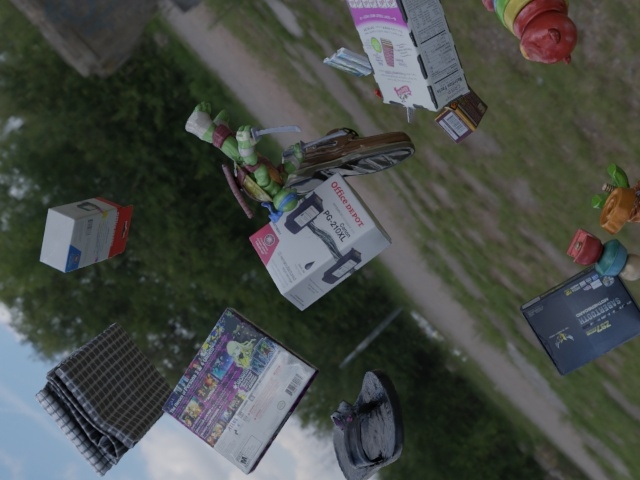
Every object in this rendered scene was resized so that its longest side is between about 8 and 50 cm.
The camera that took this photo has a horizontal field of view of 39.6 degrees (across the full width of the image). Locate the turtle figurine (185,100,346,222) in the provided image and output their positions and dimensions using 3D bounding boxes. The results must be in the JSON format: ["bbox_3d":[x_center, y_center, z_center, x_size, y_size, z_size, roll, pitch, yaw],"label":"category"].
[{"bbox_3d":[-0.113,-0.201,1.762,0.266,0.198,0.274,36,131,19],"label":"turtle figurine"}]

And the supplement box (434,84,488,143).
[{"bbox_3d":[0.429,-0.385,2.695,0.104,0.081,0.188,46,-144,-8],"label":"supplement box"}]

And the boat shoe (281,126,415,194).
[{"bbox_3d":[0.047,-0.189,1.866,0.111,0.307,0.104,29,-129,-60],"label":"boat shoe"}]

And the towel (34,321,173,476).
[{"bbox_3d":[-0.443,0.322,1.882,0.235,0.121,0.283,53,-160,-6],"label":"towel"}]

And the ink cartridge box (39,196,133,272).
[{"bbox_3d":[-0.546,-0.020,2.093,0.078,0.134,0.231,21,-162,18],"label":"ink cartridge box"}]

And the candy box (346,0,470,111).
[{"bbox_3d":[0.122,-0.318,1.339,0.159,0.071,0.233,27,144,60],"label":"candy box"}]

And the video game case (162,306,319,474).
[{"bbox_3d":[-0.149,0.276,1.646,0.210,0.232,0.042,33,-179,16],"label":"video game case"}]

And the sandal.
[{"bbox_3d":[0.078,0.418,1.867,0.445,0.107,0.167,107,144,-54],"label":"sandal"}]

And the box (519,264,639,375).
[{"bbox_3d":[0.605,0.176,2.040,0.183,0.233,0.059,58,-168,-3],"label":"box"}]

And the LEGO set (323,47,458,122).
[{"bbox_3d":[0.126,-0.281,1.647,0.244,0.060,0.182,19,180,-12],"label":"LEGO set"}]

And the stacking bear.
[{"bbox_3d":[0.456,-0.493,1.906,0.175,0.164,0.289,48,-159,-52],"label":"stacking bear"}]

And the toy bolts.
[{"bbox_3d":[0.646,-0.015,1.863,0.159,0.228,0.218,23,-161,-1],"label":"toy bolts"}]

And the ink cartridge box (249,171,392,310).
[{"bbox_3d":[0.000,0.000,1.828,0.172,0.237,0.100,57,-173,35],"label":"ink cartridge box"}]
